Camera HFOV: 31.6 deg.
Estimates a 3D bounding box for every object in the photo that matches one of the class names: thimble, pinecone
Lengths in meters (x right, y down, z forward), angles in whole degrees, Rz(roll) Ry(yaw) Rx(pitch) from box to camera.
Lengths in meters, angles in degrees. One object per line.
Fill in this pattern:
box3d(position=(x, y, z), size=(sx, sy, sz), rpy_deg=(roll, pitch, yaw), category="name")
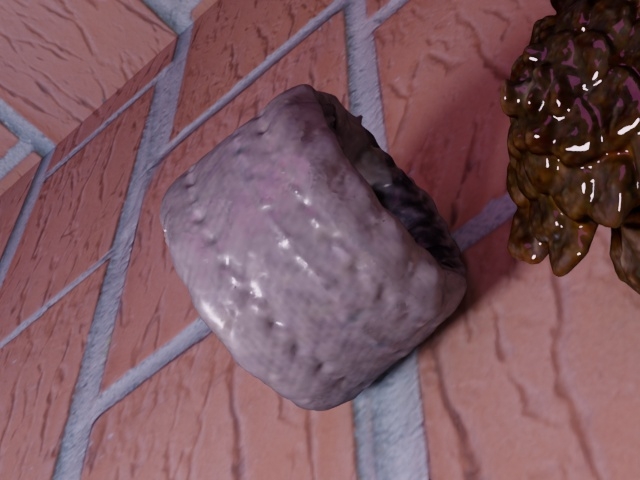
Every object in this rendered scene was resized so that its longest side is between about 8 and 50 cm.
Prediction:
box3d(position=(0.000, 0.000, 0.876), size=(0.157, 0.217, 0.245), rpy_deg=(-37, 9, 12), category="thimble")
box3d(position=(0.209, -0.079, 0.667), size=(0.202, 0.201, 0.228), rpy_deg=(30, 113, 44), category="pinecone")
